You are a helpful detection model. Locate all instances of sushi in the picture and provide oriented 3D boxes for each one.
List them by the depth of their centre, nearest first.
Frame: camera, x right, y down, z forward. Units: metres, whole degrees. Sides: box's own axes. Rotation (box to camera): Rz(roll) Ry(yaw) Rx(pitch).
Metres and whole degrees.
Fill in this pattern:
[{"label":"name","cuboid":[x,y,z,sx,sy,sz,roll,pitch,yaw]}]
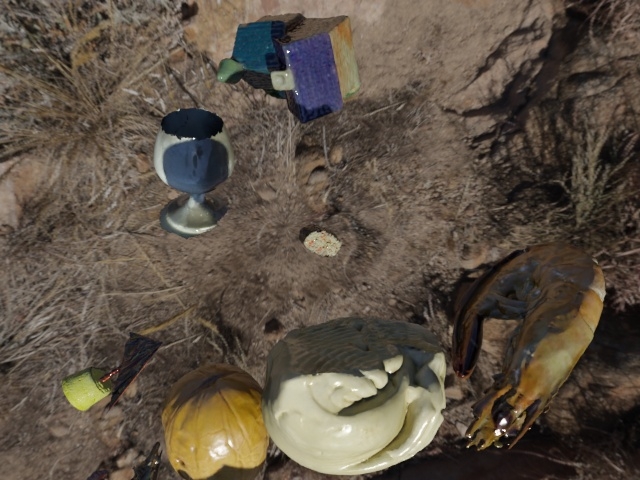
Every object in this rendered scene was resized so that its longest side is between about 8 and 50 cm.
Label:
[{"label":"sushi","cuboid":[0.000,0.000,1.836,0.150,0.078,0.090,23,108,-35]}]

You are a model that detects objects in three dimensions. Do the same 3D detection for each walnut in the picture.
[{"label":"walnut","cuboid":[-0.178,0.319,0.929,0.193,0.193,0.226,7,126,-4]}]

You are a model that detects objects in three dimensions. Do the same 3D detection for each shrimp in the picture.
[{"label":"shrimp","cuboid":[0.177,0.087,0.508,0.236,0.133,0.053,-54,137,-25]},{"label":"shrimp","cuboid":[-0.400,0.503,1.084,0.143,0.251,0.052,43,125,-16]}]

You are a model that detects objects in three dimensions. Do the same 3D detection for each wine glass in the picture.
[{"label":"wine glass","cuboid":[-0.363,-0.200,1.562,0.238,0.238,0.323,2,130,-4]}]

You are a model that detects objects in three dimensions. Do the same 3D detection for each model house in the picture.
[{"label":"model house","cuboid":[-0.088,-0.441,1.415,0.312,0.280,0.245,5,128,22]}]

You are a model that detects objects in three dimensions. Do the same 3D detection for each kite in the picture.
[{"label":"kite","cuboid":[-0.423,0.273,1.206,0.189,0.232,0.009,-30,122,12]}]

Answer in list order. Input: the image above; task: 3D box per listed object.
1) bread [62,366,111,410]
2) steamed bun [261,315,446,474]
[{"label":"bread","cuboid":[-0.731,0.463,1.709,0.114,0.129,0.111,-31,69,2]},{"label":"steamed bun","cuboid":[0.054,0.249,0.844,0.275,0.289,0.203,2,101,9]}]
